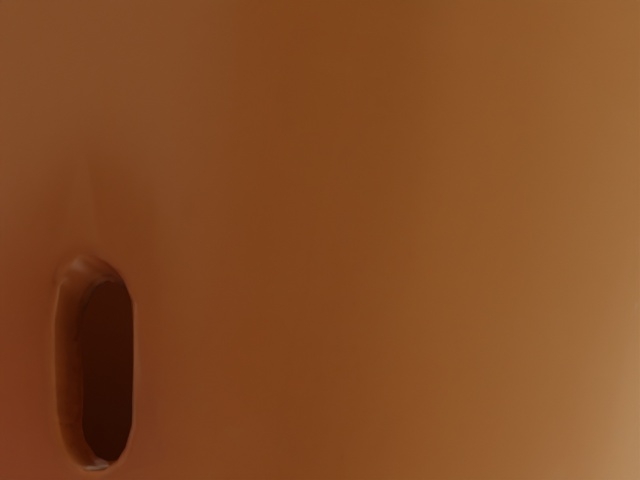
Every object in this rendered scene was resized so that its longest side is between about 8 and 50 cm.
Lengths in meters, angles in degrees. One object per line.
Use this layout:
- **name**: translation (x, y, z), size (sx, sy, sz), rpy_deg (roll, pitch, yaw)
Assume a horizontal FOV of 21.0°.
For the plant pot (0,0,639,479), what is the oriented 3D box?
- **plant pot**: translation (0.000, 0.000, 0.445), size (0.291, 0.291, 0.204), rpy_deg (17, -106, -34)
